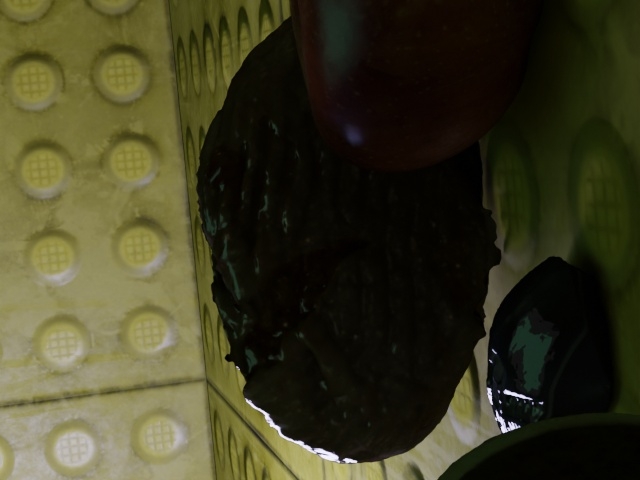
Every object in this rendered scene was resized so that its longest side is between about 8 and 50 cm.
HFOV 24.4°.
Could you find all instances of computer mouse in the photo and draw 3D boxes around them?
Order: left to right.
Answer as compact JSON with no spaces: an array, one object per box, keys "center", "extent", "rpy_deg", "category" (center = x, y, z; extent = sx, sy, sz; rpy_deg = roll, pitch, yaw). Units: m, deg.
[{"center":[0.140,0.095,0.964],"extent":[0.106,0.062,0.192],"rpy_deg":[-112,21,-51],"category":"computer mouse"}]

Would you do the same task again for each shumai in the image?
[{"center":[-0.002,0.000,1.198],"extent":[0.283,0.217,0.346],"rpy_deg":[163,98,-77],"category":"shumai"}]

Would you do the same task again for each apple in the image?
[{"center":[0.063,-0.149,0.985],"extent":[0.201,0.162,0.201],"rpy_deg":[169,90,-88],"category":"apple"}]

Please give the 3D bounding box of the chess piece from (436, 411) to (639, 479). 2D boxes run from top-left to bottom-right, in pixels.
[{"center":[0.152,0.260,0.766],"extent":[0.194,0.194,0.299],"rpy_deg":[-120,17,-61],"category":"chess piece"}]
